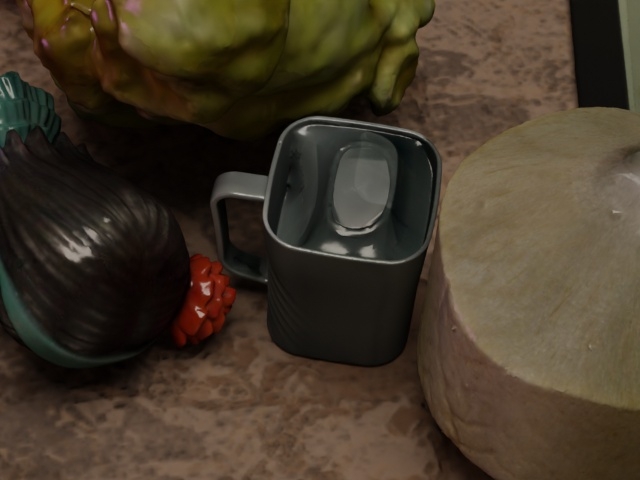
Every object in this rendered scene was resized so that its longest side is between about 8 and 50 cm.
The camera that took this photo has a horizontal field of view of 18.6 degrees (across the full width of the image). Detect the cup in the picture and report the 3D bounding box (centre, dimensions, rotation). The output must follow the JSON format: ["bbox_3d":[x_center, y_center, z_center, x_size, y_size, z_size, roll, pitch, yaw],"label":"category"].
[{"bbox_3d":[0.000,0.000,1.134,0.128,0.129,0.095,8,55,2],"label":"cup"}]

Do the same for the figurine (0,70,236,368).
[{"bbox_3d":[-0.166,-0.024,1.161,0.138,0.110,0.245,-19,51,-37],"label":"figurine"}]

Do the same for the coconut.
[{"bbox_3d":[0.156,0.030,1.068,0.202,0.222,0.202,3,52,-4],"label":"coconut"}]

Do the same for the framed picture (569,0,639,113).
[{"bbox_3d":[0.322,-0.121,1.206,0.347,0.016,0.265,-16,53,21],"label":"framed picture"}]

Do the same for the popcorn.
[{"bbox_3d":[-0.073,-0.140,1.155,0.225,0.286,0.173,-8,90,29],"label":"popcorn"}]
